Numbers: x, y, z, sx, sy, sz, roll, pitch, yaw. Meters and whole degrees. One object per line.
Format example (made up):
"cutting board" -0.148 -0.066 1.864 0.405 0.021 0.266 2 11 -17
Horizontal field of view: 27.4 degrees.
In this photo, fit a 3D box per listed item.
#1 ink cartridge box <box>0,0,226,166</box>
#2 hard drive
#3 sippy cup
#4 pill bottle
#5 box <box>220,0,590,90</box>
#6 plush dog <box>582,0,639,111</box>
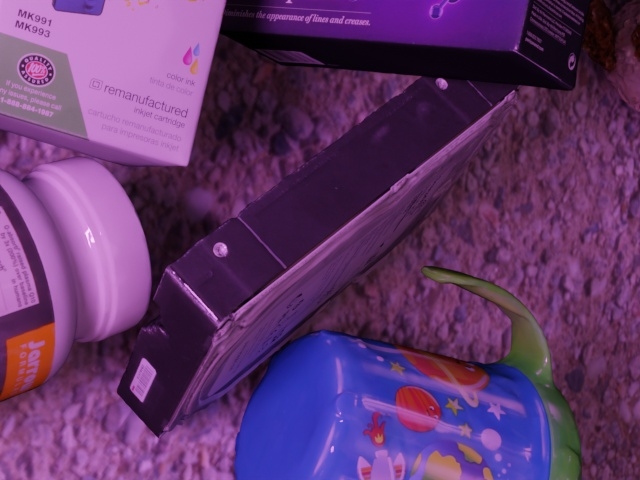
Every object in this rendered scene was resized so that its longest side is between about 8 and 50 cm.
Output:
"ink cartridge box" -0.147 -0.168 0.865 0.154 0.093 0.212 16 84 -33
"hard drive" 0.000 0.000 1.028 0.064 0.237 0.339 46 58 9
"sippy cup" 0.058 0.185 1.098 0.224 0.240 0.305 23 54 -26
"pill bottle" -0.262 0.040 0.865 0.278 0.162 0.162 -20 104 -35
"box" 0.065 -0.218 0.945 0.103 0.261 0.184 20 82 -55
"plush dog" 0.380 -0.238 1.374 0.262 0.210 0.225 29 88 -7
